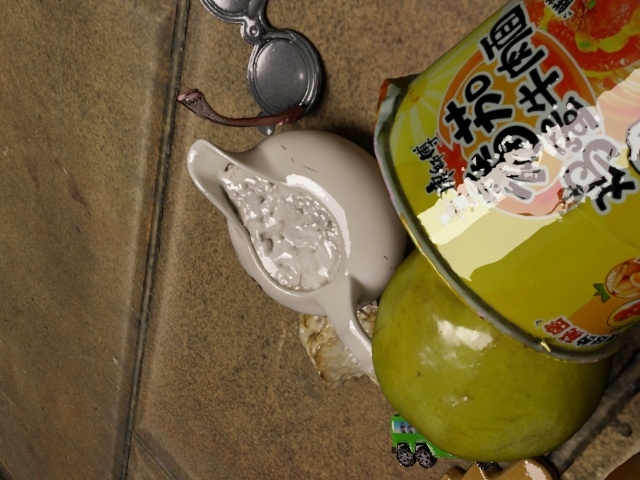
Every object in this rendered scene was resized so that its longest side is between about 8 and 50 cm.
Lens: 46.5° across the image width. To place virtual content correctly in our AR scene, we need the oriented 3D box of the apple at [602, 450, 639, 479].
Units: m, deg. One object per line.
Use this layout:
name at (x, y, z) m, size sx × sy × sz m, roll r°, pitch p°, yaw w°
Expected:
apple at (0.353, 0.281, 0.435) m, size 0.400 × 0.400 × 0.334 m, roll -9°, pitch 113°, yaw 48°

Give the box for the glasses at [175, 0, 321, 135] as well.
glasses at (-0.127, -0.209, 0.738) m, size 0.118 × 0.268 × 0.234 m, roll -26°, pitch 91°, yaw 31°

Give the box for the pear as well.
pear at (0.151, 0.092, 0.665) m, size 0.212 × 0.212 × 0.269 m, roll 31°, pitch 157°, yaw 30°

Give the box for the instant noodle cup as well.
instant noodle cup at (0.197, -0.073, 0.502) m, size 0.264 × 0.264 × 0.200 m, roll 54°, pitch 130°, yaw 7°

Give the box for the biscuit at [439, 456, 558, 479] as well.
biscuit at (0.213, 0.336, 0.875) m, size 0.238 × 0.041 × 0.212 m, roll -5°, pitch 110°, yaw 46°

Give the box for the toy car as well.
toy car at (0.153, 0.218, 0.846) m, size 0.165 × 0.071 × 0.063 m, roll -17°, pitch 86°, yaw 49°

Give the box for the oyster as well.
oyster at (0.030, 0.112, 0.905) m, size 0.191 × 0.081 × 0.163 m, roll 24°, pitch 124°, yaw 31°

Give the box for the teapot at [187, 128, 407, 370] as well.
teapot at (0.000, 0.000, 0.800) m, size 0.208 × 0.166 × 0.300 m, roll -45°, pitch 76°, yaw 26°
